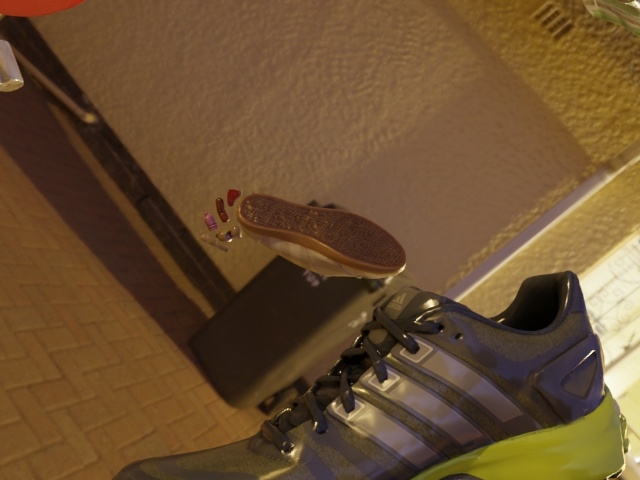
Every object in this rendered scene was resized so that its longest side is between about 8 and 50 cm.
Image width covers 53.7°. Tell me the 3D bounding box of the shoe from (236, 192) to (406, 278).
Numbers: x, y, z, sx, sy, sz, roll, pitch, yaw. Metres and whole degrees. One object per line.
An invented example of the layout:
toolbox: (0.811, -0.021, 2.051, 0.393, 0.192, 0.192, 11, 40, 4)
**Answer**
shoe: (0.000, 0.000, 0.791, 0.218, 0.077, 0.058, 19, -38, 5)

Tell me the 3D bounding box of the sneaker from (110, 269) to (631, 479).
sneaker: (0.034, 0.091, 0.354, 0.111, 0.299, 0.122, 180, -99, -68)

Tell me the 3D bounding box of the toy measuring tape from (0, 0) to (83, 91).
toy measuring tape: (-0.168, -0.166, 0.365, 0.121, 0.121, 0.330, 49, -17, -7)

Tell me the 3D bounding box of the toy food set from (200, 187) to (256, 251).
toy food set: (-0.164, -0.041, 1.108, 0.077, 0.122, 0.019, 26, 14, -6)

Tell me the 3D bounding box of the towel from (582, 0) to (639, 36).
towel: (0.395, -0.319, 0.861, 0.152, 0.023, 0.113, 11, 28, -52)
